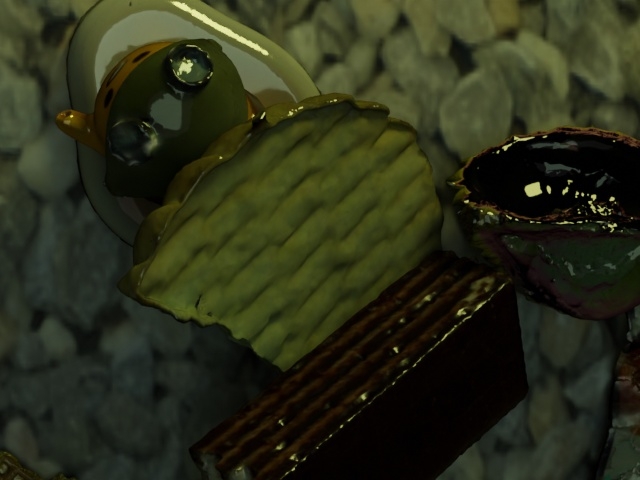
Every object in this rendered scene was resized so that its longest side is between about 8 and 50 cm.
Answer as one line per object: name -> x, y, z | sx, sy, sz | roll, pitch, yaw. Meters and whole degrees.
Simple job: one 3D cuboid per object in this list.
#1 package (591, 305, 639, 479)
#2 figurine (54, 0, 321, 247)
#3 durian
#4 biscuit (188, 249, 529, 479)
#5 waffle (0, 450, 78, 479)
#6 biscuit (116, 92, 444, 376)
package -> 0.276, 0.135, 1.118 | 0.166, 0.040, 0.232 | 7, 97, -12
figurine -> -0.057, -0.050, 0.979 | 0.250, 0.141, 0.166 | 43, 86, -13
durian -> 0.172, -0.005, 1.066 | 0.186, 0.119, 0.108 | 6, 134, 0
biscuit -> 0.029, 0.116, 0.988 | 0.252, 0.070, 0.106 | -38, 132, -31
waffle -> -0.195, 0.181, 1.044 | 0.085, 0.016, 0.078 | 10, 99, -11
biscuit -> 0.000, 0.000, 0.985 | 0.187, 0.036, 0.273 | -57, 139, -5
